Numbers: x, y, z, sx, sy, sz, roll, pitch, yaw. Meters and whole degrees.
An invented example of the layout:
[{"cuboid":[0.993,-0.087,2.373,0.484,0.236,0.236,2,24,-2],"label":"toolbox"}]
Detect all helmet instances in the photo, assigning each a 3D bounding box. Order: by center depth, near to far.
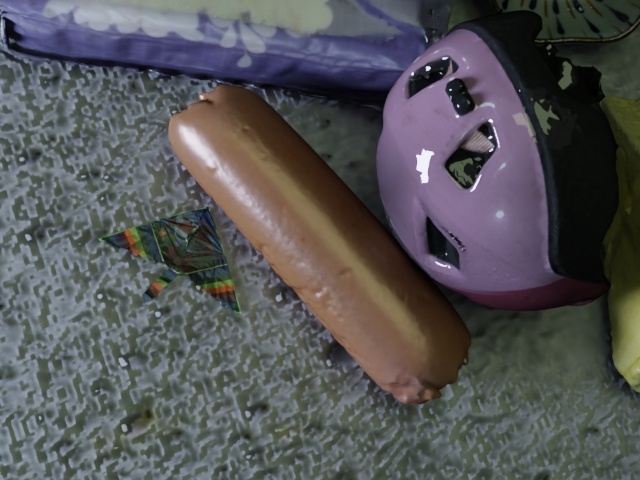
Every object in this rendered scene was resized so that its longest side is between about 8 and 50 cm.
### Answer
[{"cuboid":[0.113,-0.040,0.885,0.154,0.253,0.198,-16,62,-16],"label":"helmet"}]

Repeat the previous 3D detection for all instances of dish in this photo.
[{"cuboid":[0.206,-0.256,1.056,0.190,0.066,0.191,-2,102,-8],"label":"dish"}]

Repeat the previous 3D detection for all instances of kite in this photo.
[{"cuboid":[-0.105,0.012,0.952,0.122,0.004,0.090,33,68,-1],"label":"kite"}]

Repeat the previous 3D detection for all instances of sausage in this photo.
[{"cuboid":[0.001,0.000,0.938,0.086,0.086,0.289,-40,84,-20],"label":"sausage"}]

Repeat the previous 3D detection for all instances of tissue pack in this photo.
[{"cuboid":[-0.071,-0.244,0.976,0.343,0.125,0.242,7,73,-8],"label":"tissue pack"}]

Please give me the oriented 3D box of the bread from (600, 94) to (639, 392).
[{"cuboid":[0.351,-0.001,1.024,0.263,0.198,0.236,3,39,-13],"label":"bread"}]
